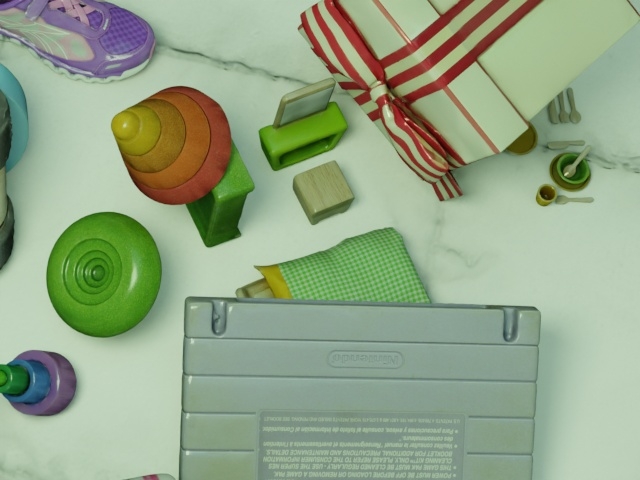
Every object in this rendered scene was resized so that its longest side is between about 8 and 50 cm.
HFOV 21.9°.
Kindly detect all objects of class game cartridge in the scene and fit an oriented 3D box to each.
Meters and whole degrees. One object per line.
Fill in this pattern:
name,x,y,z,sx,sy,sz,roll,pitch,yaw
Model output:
game cartridge,0.037,0.174,1.646,0.355,0.068,0.230,2,99,-8

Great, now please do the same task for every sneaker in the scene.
sneaker,-0.292,-0.249,1.787,0.236,0.104,0.095,19,65,-2

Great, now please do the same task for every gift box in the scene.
gift box,0.141,-0.207,1.755,0.258,0.276,0.255,-41,92,-17

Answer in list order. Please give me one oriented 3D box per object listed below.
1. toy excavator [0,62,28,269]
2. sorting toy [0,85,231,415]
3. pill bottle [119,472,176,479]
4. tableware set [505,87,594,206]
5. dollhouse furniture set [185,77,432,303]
toy excavator,-0.523,-0.187,1.695,0.433,0.222,0.445,-3,55,-10
sorting toy,-0.225,0.006,1.603,0.127,0.126,0.365,31,95,23
pill bottle,-0.262,0.317,1.532,0.283,0.160,0.160,-8,70,-12
tableware set,0.251,-0.111,1.860,0.104,0.024,0.154,-3,69,-10
dollhouse furniture set,0.000,0.000,1.705,0.198,0.151,0.301,-22,73,-17
